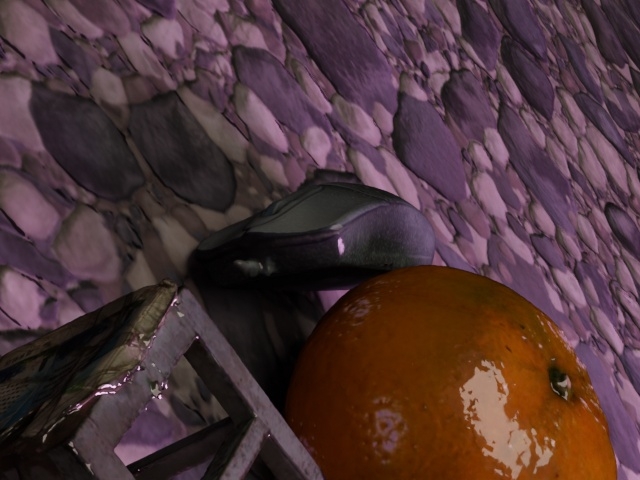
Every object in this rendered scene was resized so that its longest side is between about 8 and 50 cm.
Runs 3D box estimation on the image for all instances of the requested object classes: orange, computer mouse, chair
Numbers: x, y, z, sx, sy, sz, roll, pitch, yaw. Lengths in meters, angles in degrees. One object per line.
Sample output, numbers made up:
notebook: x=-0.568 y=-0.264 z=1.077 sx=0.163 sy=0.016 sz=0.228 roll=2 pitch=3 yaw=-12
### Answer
orange: x=0.088 y=0.129 z=0.977 sx=0.240 sy=0.171 sz=0.240 roll=41 pitch=34 yaw=-35
computer mouse: x=0.000 y=-0.006 z=1.031 sx=0.229 sy=0.113 sz=0.068 roll=6 pitch=74 yaw=-62
chair: x=-0.134 y=0.072 z=0.692 sx=0.270 sy=0.147 sz=0.136 roll=56 pitch=29 yaw=-12
